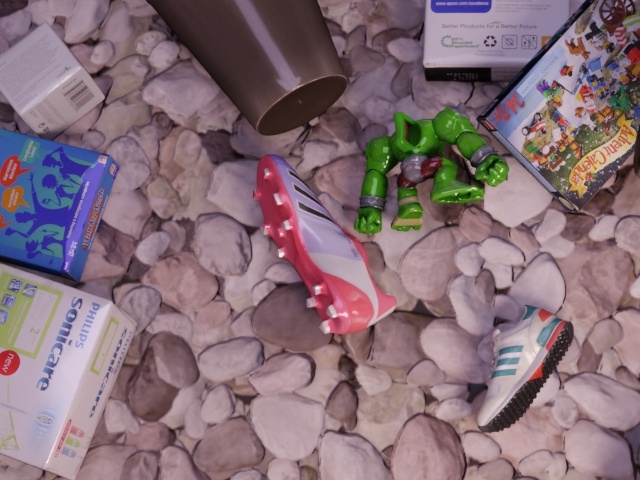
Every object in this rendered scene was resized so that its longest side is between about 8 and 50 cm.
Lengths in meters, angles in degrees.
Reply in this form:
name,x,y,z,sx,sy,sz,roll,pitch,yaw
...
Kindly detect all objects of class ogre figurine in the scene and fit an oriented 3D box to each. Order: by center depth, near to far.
name,x,y,z,sx,sy,sz,roll,pitch,yaw
ogre figurine,0.123,-0.089,1.610,0.197,0.097,0.118,-33,59,46

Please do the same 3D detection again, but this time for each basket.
name,x,y,z,sx,sy,sz,roll,pitch,yaw
basket,-0.077,-0.255,1.671,0.204,0.154,0.227,-29,75,0

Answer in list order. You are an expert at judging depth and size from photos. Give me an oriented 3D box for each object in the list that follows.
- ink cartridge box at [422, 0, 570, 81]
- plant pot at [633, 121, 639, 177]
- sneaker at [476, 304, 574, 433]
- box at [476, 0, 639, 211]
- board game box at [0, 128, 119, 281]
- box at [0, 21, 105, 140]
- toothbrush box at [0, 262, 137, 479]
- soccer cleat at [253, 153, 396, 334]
name,x,y,z,sx,sy,sz,roll,pitch,yaw
ink cartridge box,0.224,-0.377,1.704,0.175,0.069,0.371,2,76,8
plant pot,0.491,-0.124,1.441,0.280,0.323,0.323,13,76,6
sneaker,0.218,0.144,1.562,0.075,0.057,0.161,33,82,33
box,0.319,-0.172,1.601,0.159,0.044,0.233,43,85,-9
board game box,-0.377,-0.051,1.703,0.210,0.047,0.160,13,76,13
box,-0.346,-0.198,1.714,0.102,0.101,0.087,-38,72,-4
toothbrush box,-0.392,0.135,1.612,0.283,0.122,0.206,19,77,12
soccer cleat,0.000,0.000,1.627,0.095,0.083,0.248,-15,64,-27
